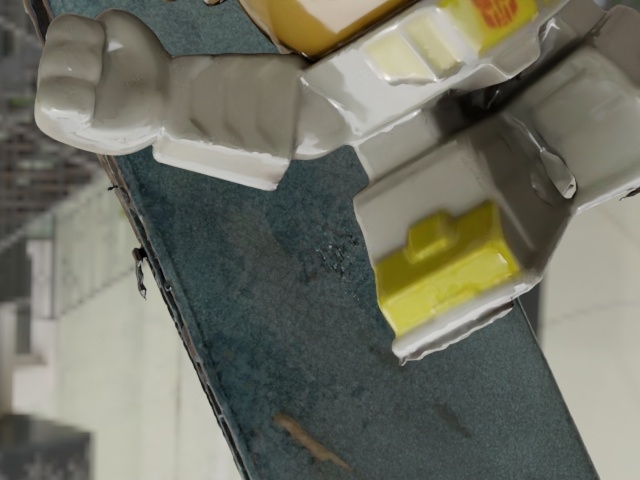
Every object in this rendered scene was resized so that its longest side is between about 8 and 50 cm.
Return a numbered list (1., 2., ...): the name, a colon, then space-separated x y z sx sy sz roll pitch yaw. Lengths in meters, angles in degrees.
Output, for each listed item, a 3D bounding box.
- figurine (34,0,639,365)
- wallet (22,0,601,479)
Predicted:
1. figurine: 0.024 -0.115 0.719 0.308 0.308 0.143 -2 166 -28
2. wallet: 0.000 0.000 0.928 0.190 0.379 0.046 -19 172 -26
